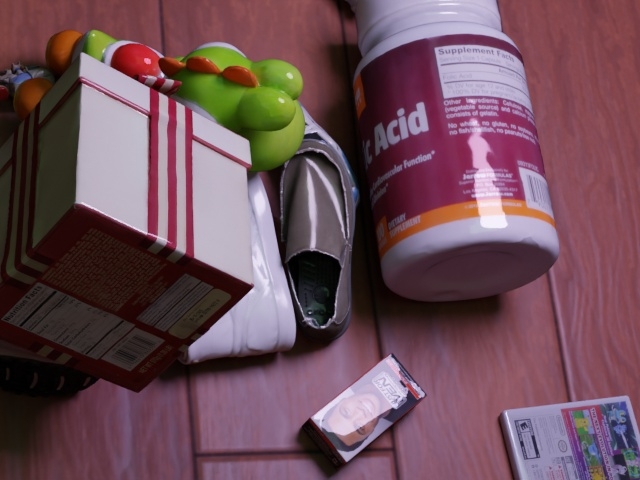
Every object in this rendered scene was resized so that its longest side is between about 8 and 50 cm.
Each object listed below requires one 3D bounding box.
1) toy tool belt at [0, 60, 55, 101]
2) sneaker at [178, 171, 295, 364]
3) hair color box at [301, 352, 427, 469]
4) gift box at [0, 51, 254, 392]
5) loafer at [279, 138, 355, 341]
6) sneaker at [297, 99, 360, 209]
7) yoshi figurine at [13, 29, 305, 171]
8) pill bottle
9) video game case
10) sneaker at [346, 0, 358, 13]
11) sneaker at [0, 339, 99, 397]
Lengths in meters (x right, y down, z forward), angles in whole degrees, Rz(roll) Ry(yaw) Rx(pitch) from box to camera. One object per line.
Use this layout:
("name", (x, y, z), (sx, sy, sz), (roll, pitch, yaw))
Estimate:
("toy tool belt", (-0.376, -0.196, 1.788), (0.083, 0.052, 0.051), (-16, 34, -27))
("sneaker", (-0.147, 0.006, 1.731), (0.169, 0.108, 0.292), (-9, 71, -24))
("hair color box", (0.054, 0.207, 1.740), (0.141, 0.043, 0.072), (-37, 82, -27))
("gift box", (-0.217, -0.012, 1.548), (0.276, 0.255, 0.258), (31, 36, -34))
("loafer", (0.000, 0.000, 1.742), (0.094, 0.087, 0.251), (-7, 90, 2))
("sneaker", (-0.025, -0.130, 1.843), (0.085, 0.086, 0.237), (-31, 78, -26))
("yoshi figurine", (-0.168, -0.152, 1.712), (0.203, 0.362, 0.204), (-19, 113, -58))
("pill bottle", (0.162, -0.139, 1.828), (0.224, 0.224, 0.392), (0, 67, -18))
("video game case", (0.332, 0.302, 1.799), (0.183, 0.023, 0.201), (-4, 67, -19))
("sneaker", (0.109, -0.446, 2.001), (0.115, 0.105, 0.281), (47, 61, -15))
("sneaker", (-0.374, 0.102, 1.622), (0.271, 0.100, 0.108), (18, 57, -9))
